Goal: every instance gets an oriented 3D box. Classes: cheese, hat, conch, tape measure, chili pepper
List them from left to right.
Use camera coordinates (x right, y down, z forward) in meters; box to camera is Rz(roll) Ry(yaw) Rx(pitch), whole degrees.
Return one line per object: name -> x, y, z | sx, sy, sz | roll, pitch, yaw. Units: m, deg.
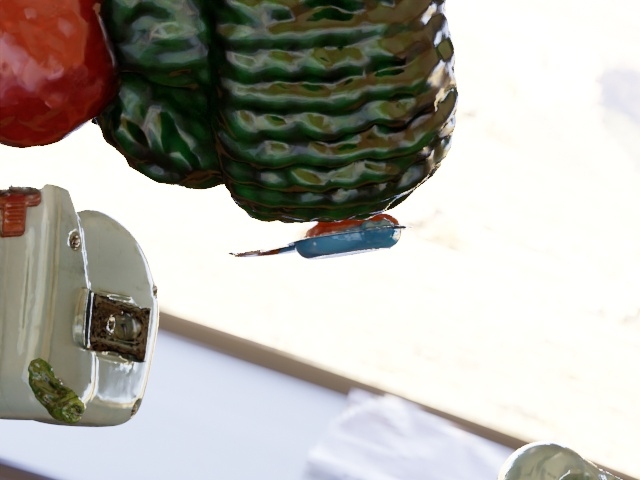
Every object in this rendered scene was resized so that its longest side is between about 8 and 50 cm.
chili pepper -> -0.260, 0.152, 1.618 | 0.030, 0.034, 0.091 | -26, 44, -26
tape measure -> -0.269, 0.077, 1.776 | 0.125, 0.243, 0.246 | -2, -11, 31
hat -> -0.091, -0.131, 1.084 | 0.332, 0.274, 0.242 | -11, 5, -11
cheese -> 0.000, 0.000, 1.559 | 0.106, 0.037, 0.256 | -4, -3, -29
conch -> 0.281, 0.307, 1.739 | 0.185, 0.121, 0.221 | -24, 54, -30
